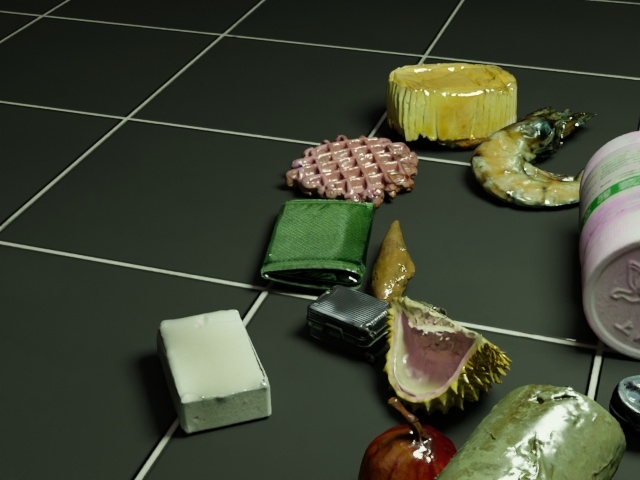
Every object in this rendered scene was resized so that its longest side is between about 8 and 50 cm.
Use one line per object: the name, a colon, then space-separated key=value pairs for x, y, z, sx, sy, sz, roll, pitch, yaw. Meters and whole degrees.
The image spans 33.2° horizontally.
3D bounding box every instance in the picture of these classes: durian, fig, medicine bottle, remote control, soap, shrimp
durian: x=0.162 y=0.146 z=1.396 sx=0.182 sy=0.132 sz=0.165 roll=2 pitch=18 yaw=27
fig: x=0.104 y=0.255 z=1.227 sx=0.128 sy=0.150 sz=0.128 roll=2 pitch=-7 yaw=0
medicine bottle: x=0.480 y=-0.002 z=1.552 sx=0.212 sy=0.212 sz=0.325 roll=5 pitch=33 yaw=10
remote control: x=0.490 y=0.203 z=1.367 sx=0.266 sy=0.066 sz=0.090 roll=-6 pitch=45 yaw=-16
soap: x=-0.146 y=0.169 z=1.430 sx=0.121 sy=0.064 sz=0.183 roll=-9 pitch=33 yaw=-15
shrimp: x=0.426 y=-0.150 z=1.946 sx=0.233 sy=0.071 sz=0.365 roll=33 pitch=44 yaw=30

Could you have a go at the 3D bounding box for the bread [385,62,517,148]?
bread: x=0.251 y=-0.257 z=2.052 sx=0.250 sy=0.133 sz=0.179 roll=-5 pitch=31 yaw=-8

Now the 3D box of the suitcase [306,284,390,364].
suitcase: x=0.046 y=0.116 z=1.519 sx=0.126 sy=0.059 sz=0.086 roll=20 pitch=36 yaw=34

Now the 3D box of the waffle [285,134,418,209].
waffle: x=0.064 y=-0.130 z=1.925 sx=0.221 sy=0.055 sz=0.234 roll=18 pitch=36 yaw=28

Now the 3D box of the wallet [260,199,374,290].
wallet: x=0.000 y=0.002 z=1.711 sx=0.160 sy=0.055 sz=0.236 roll=5 pitch=29 yaw=5

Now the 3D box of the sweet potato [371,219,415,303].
sweet potato: x=0.111 y=0.039 z=1.637 sx=0.068 sy=0.060 sz=0.206 roll=-10 pitch=38 yaw=12

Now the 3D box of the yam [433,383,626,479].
yam: x=0.199 y=0.276 z=1.125 sx=0.161 sy=0.161 sz=0.268 roll=21 pitch=44 yaw=32
